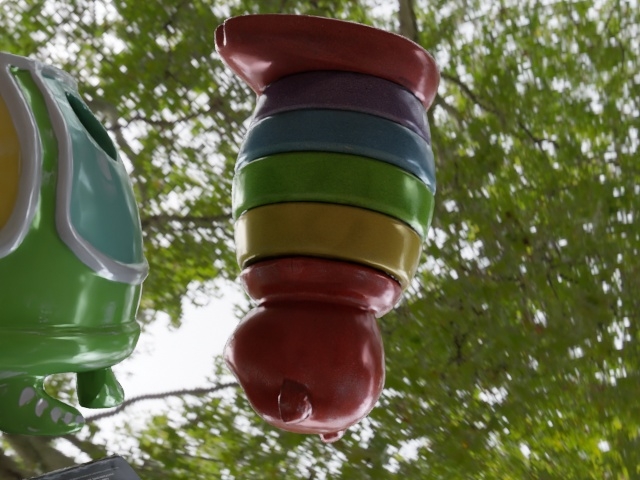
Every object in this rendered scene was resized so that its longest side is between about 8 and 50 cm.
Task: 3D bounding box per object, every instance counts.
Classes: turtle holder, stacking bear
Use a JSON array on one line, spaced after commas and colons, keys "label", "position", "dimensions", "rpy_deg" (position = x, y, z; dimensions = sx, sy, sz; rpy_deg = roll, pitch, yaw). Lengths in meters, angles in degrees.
[{"label": "turtle holder", "position": [-0.249, -0.006, 0.699], "dimensions": [0.243, 0.320, 0.227], "rpy_deg": [5, -91, 32]}, {"label": "stacking bear", "position": [0.000, 0.000, 0.822], "dimensions": [0.164, 0.175, 0.289], "rpy_deg": [2, -107, 15]}]

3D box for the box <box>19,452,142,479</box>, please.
[{"label": "box", "position": [-0.172, 0.292, 0.739], "dimensions": [0.293, 0.295, 0.073], "rpy_deg": [43, -63, 27]}]
